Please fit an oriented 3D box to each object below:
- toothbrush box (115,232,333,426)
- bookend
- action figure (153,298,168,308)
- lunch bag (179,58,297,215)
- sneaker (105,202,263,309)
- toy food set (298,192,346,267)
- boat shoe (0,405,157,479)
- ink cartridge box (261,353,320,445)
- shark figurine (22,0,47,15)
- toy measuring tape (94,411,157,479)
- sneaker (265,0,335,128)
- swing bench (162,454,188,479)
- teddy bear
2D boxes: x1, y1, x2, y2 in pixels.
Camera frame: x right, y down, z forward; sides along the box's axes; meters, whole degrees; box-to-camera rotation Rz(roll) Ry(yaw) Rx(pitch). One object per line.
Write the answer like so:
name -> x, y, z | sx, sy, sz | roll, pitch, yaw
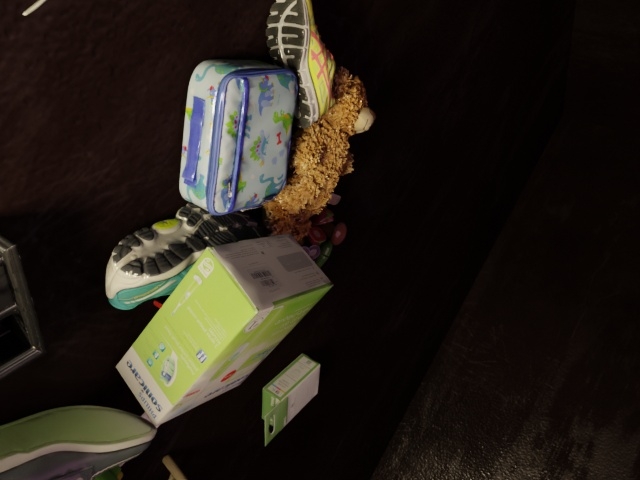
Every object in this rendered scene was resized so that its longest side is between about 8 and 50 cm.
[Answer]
toothbrush box -> -0.147, 0.132, 0.907 | 0.283, 0.122, 0.206 | -47, 162, 26
bookend -> -0.385, 0.086, 0.598 | 0.156, 0.072, 0.157 | -35, 141, -44
action figure -> -0.222, 0.097, 0.957 | 0.115, 0.030, 0.038 | 13, 96, -65
lunch bag -> -0.121, -0.151, 0.862 | 0.176, 0.090, 0.219 | -20, 128, -52
sneaker -> -0.203, 0.018, 0.876 | 0.275, 0.107, 0.110 | -25, 153, -46
toy food set -> 0.000, 0.000, 1.227 | 0.218, 0.071, 0.128 | -64, 154, -1
boat shoe -> -0.362, 0.294, 0.765 | 0.319, 0.116, 0.099 | 7, 100, -54
ink cartridge box -> -0.087, 0.377, 1.400 | 0.209, 0.062, 0.109 | -36, 142, -44
shark figurine -> -0.248, -0.306, 0.452 | 0.116, 0.278, 0.166 | -29, -171, 9
toy measuring tape -> -0.318, 0.343, 0.887 | 0.330, 0.121, 0.121 | -44, 147, -40
sneaker -> -0.021, -0.287, 0.907 | 0.094, 0.081, 0.208 | -32, 130, -37
swing bench -> -0.275, 0.527, 0.969 | 0.253, 0.254, 0.165 | 3, 109, -62
teddy bear -> 0.002, -0.143, 1.067 | 0.338, 0.113, 0.245 | -58, 155, -13
